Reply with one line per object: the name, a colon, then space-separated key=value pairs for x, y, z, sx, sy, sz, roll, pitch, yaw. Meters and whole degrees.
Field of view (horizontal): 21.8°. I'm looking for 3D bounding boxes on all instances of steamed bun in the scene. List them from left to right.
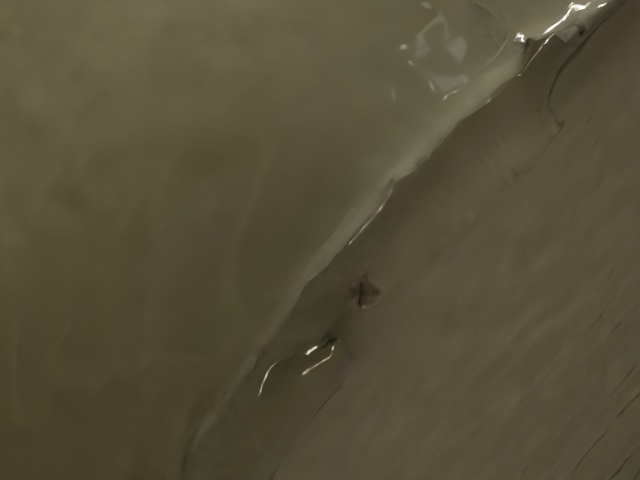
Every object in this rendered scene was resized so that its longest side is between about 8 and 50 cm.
steamed bun: x=0.000 y=0.000 z=0.519 sx=0.241 sy=0.374 sz=0.374 roll=40 pitch=131 yaw=31
